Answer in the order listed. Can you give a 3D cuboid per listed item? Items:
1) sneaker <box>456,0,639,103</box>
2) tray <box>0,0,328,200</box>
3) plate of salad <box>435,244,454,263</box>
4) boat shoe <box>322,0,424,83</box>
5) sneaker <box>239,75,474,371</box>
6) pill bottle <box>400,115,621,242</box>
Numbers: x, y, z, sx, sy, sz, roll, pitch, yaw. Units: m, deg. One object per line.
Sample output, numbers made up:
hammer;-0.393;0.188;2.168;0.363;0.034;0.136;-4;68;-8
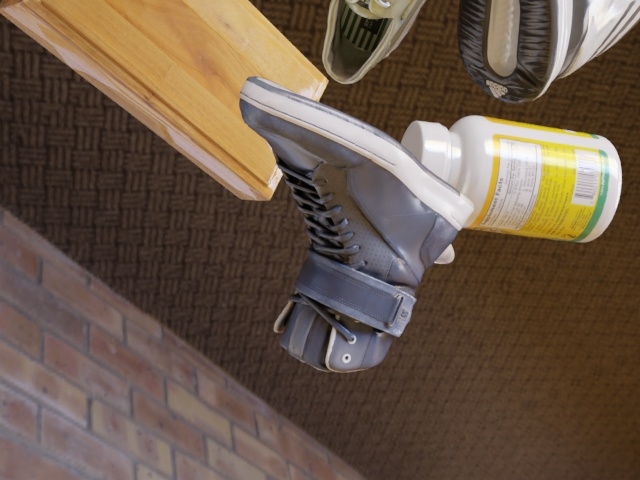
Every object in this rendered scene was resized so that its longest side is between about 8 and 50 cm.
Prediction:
sneaker;0.277;-0.381;0.913;0.257;0.169;0.447;-29;138;-33
tray;-0.174;-0.243;1.139;0.076;0.203;0.411;5;154;48
plate of salad;0.069;-0.031;1.045;0.200;0.200;0.048;22;113;-31
boat shoe;0.066;-0.253;0.865;0.109;0.094;0.302;26;157;6
sneaker;0.002;0.001;0.611;0.226;0.086;0.163;30;92;-44
pill bottle;0.189;-0.065;0.929;0.208;0.117;0.117;7;131;-13
